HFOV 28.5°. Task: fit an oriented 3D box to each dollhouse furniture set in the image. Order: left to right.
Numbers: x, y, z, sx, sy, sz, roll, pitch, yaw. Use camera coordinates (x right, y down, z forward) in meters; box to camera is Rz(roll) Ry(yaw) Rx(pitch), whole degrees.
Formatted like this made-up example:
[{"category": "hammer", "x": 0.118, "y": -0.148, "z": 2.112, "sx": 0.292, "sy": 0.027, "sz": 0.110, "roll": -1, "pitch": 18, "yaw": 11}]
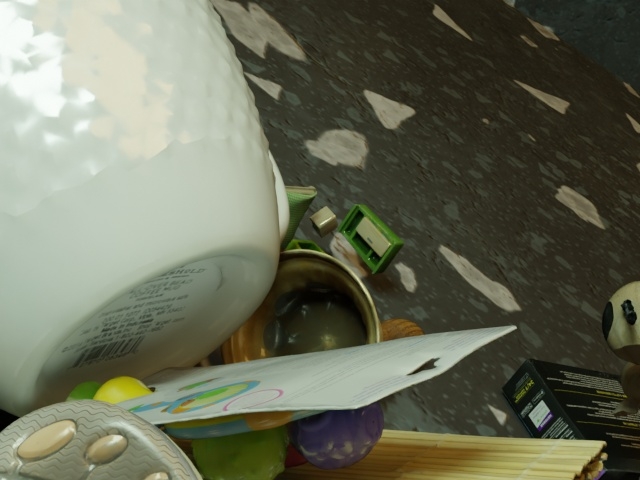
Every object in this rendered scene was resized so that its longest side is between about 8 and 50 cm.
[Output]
[{"category": "dollhouse furniture set", "x": 0.000, "y": 0.000, "z": 1.087, "sx": 0.152, "sy": 0.076, "sz": 0.058, "roll": 2, "pitch": 39, "yaw": -51}]

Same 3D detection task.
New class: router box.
[{"category": "router box", "x": 0.265, "y": 0.177, "z": 1.136, "sx": 0.179, "sy": 0.046, "sz": 0.133, "roll": 14, "pitch": 32, "yaw": -38}]

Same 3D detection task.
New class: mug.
[{"category": "mug", "x": -0.154, "y": -0.070, "z": 0.796, "sx": 0.328, "sy": 0.276, "sz": 0.374, "roll": 56, "pitch": 25, "yaw": 21}]

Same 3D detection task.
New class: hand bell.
[{"category": "hand bell", "x": 0.036, "y": 0.080, "z": 0.989, "sx": 0.126, "sy": 0.126, "sz": 0.242, "roll": 46, "pitch": 14, "yaw": 23}]

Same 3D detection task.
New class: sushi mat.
[{"category": "sushi mat", "x": -0.021, "y": 0.122, "z": 0.659, "sx": 0.316, "sy": 0.019, "sz": 0.151, "roll": -2, "pitch": 6, "yaw": 34}]

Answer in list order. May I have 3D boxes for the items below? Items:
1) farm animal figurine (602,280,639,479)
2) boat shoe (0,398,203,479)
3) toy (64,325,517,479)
[{"category": "farm animal figurine", "x": 0.323, "y": 0.181, "z": 1.008, "sx": 0.327, "sy": 0.172, "sz": 0.330, "roll": -11, "pitch": 89, "yaw": -51}, {"category": "boat shoe", "x": -0.037, "y": 0.216, "z": 0.485, "sx": 0.116, "sy": 0.123, "sz": 0.324, "roll": 89, "pitch": -20, "yaw": -74}, {"category": "toy", "x": -0.033, "y": 0.090, "z": 0.619, "sx": 0.137, "sy": 0.237, "sz": 0.056, "roll": -19, "pitch": 99, "yaw": -52}]
